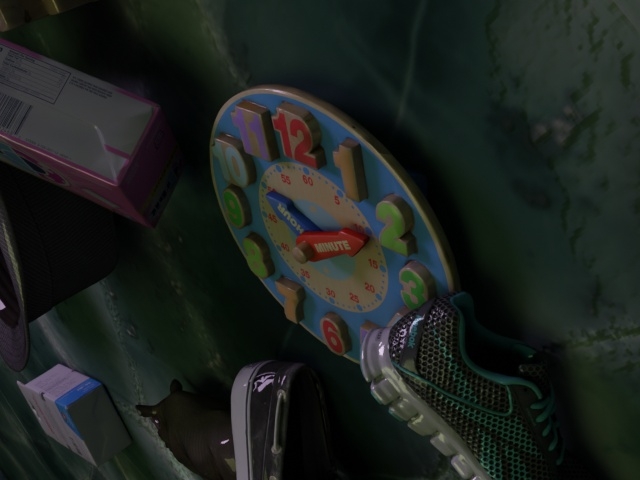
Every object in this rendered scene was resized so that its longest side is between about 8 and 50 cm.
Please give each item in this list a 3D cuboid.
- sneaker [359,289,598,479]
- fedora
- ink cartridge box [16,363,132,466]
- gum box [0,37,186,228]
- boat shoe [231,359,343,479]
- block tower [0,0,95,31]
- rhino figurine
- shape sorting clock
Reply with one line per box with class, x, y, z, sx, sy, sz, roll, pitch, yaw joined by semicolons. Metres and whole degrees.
sneaker;0.101;0.093;0.424;0.166;0.065;0.076;40;122;-5
fedora;-0.273;-0.031;0.736;0.275;0.124;0.244;56;146;15
ink cartridge box;-0.352;0.240;1.126;0.180;0.060;0.104;7;124;49
gum box;-0.198;-0.083;0.559;0.188;0.062;0.107;24;167;5
boat shoe;-0.020;0.203;0.620;0.070;0.078;0.219;-9;90;44
block tower;-0.281;-0.209;0.626;0.335;0.091;0.097;7;123;48
rhino figurine;-0.105;0.192;0.765;0.243;0.073;0.106;6;127;51
shape sorting clock;0.000;0.000;0.495;0.206;0.040;0.206;32;140;32
